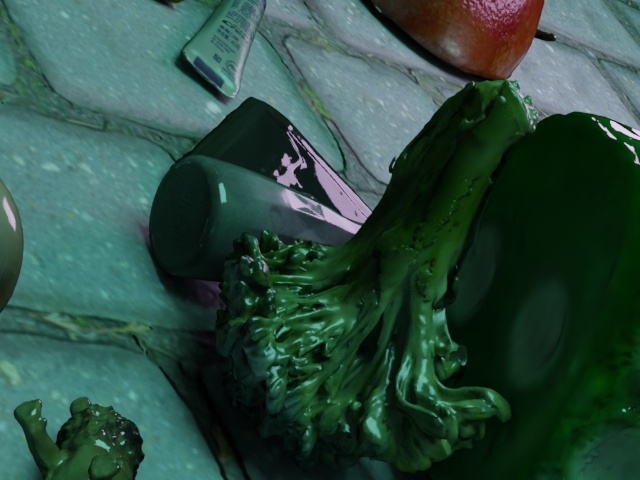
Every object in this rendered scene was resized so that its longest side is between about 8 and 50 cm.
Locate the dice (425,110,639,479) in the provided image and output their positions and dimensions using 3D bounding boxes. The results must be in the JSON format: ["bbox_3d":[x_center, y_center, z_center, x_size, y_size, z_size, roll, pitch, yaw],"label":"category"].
[{"bbox_3d":[0.246,0.090,1.211,0.297,0.287,0.300,25,10,-22],"label":"dice"}]

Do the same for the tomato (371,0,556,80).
[{"bbox_3d":[0.162,-0.339,2.002,0.309,0.170,0.309,36,24,-19],"label":"tomato"}]

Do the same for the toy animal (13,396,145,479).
[{"bbox_3d":[-0.136,0.139,0.891,0.069,0.086,0.220,7,27,13],"label":"toy animal"}]

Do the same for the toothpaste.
[{"bbox_3d":[-0.080,-0.191,1.555,0.062,0.037,0.216,38,29,-12],"label":"toothpaste"}]

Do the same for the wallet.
[{"bbox_3d":[0.000,0.000,1.362,0.245,0.052,0.168,45,29,-2],"label":"wallet"}]

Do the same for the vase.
[{"bbox_3d":[-0.014,0.000,1.256,0.214,0.086,0.086,13,38,-37],"label":"vase"}]

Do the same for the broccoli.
[{"bbox_3d":[0.052,0.038,1.102,0.177,0.275,0.198,20,39,-47],"label":"broccoli"}]

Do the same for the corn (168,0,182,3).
[{"bbox_3d":[-0.152,-0.233,1.520,0.083,0.027,0.028,26,9,-36],"label":"corn"}]

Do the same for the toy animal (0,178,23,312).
[{"bbox_3d":[-0.255,-0.005,0.849,0.154,0.166,0.250,7,-9,39],"label":"toy animal"}]
